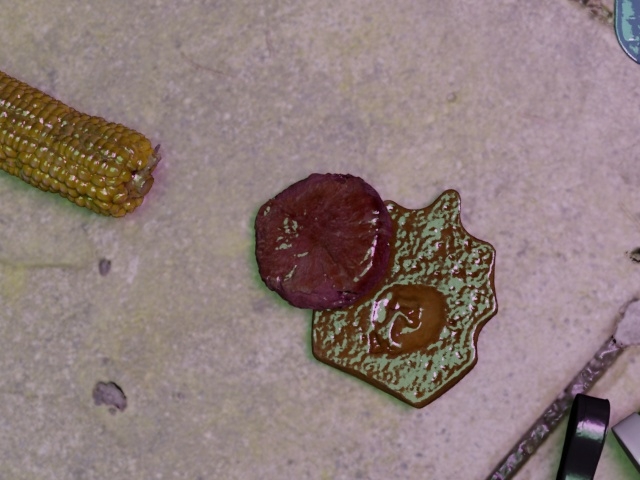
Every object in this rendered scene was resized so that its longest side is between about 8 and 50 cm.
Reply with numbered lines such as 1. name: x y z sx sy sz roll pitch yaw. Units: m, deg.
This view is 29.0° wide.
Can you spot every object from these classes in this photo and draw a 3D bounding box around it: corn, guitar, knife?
1. corn: -0.303 -0.114 1.262 0.292 0.101 0.101 26 89 5
2. guitar: 0.242 0.285 1.212 0.038 0.084 0.271 10 94 9
3. knife: 0.319 -0.335 1.264 0.045 0.019 0.313 1 89 2

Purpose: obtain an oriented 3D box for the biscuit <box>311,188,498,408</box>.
1. biscuit: 0.092 0.048 1.247 0.182 0.034 0.215 25 88 13

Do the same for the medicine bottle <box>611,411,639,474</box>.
1. medicine bottle: 0.380 0.166 1.194 0.183 0.086 0.086 -34 85 2

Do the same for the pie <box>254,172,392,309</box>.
1. pie: 0.000 0.000 1.238 0.154 0.038 0.153 -6 73 21
